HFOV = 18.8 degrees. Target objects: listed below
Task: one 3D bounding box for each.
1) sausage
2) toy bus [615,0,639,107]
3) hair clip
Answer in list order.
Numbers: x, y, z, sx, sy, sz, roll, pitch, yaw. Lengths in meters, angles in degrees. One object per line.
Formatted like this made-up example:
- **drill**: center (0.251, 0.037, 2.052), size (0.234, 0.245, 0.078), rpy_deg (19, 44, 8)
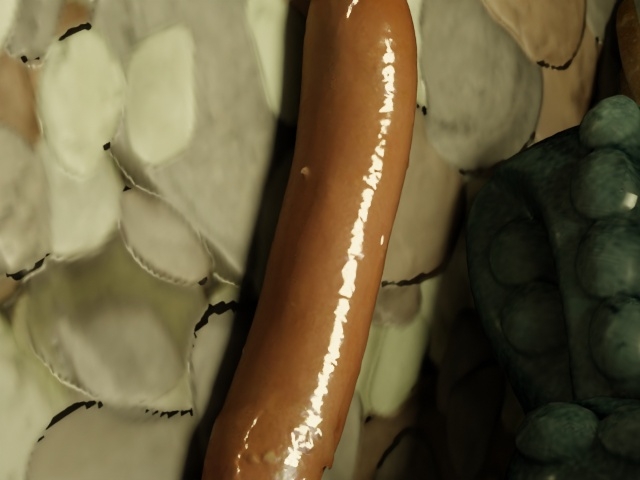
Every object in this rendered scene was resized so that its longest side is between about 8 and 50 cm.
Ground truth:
- **sausage**: center (0.000, 0.000, 0.607), size (0.043, 0.043, 0.186), rpy_deg (30, 68, -48)
- **toy bus**: center (0.194, -0.041, 0.803), size (0.182, 0.103, 0.091), rpy_deg (49, 25, -40)
- **hair clip**: center (0.113, 0.100, 0.616), size (0.194, 0.206, 0.310), rpy_deg (58, 48, -36)
